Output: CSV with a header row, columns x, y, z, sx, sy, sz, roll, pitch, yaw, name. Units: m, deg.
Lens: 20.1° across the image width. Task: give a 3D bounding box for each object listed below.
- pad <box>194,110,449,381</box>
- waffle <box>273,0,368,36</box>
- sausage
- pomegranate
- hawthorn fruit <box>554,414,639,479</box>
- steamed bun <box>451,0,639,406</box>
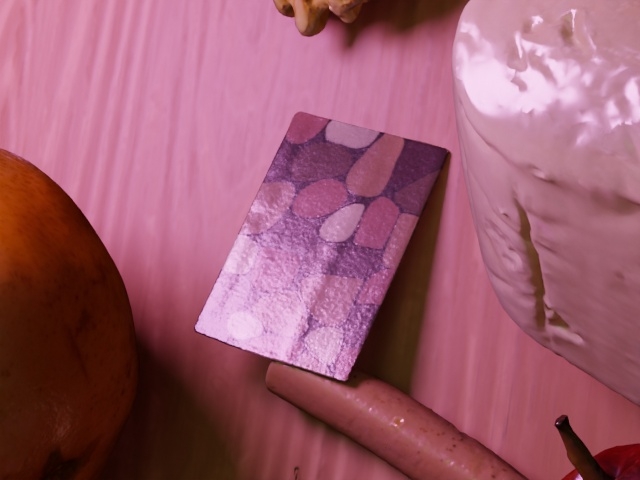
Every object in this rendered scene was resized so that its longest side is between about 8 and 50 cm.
x,y,z,sx,sy,sz,roll,pitch,yaw,name
0.000,0.000,1.585,0.158,0.003,0.235,16,69,25,pad
0.013,-0.325,1.612,0.261,0.056,0.250,-50,55,29,waffle
0.082,0.172,1.512,0.301,0.066,0.066,33,92,25,sausage
-0.364,0.106,1.538,0.417,0.416,0.416,-5,76,21,pomegranate
0.242,0.237,1.344,0.230,0.210,0.266,-30,98,28,hawthorn fruit
0.327,-0.046,1.295,0.456,0.371,0.290,29,69,25,steamed bun
